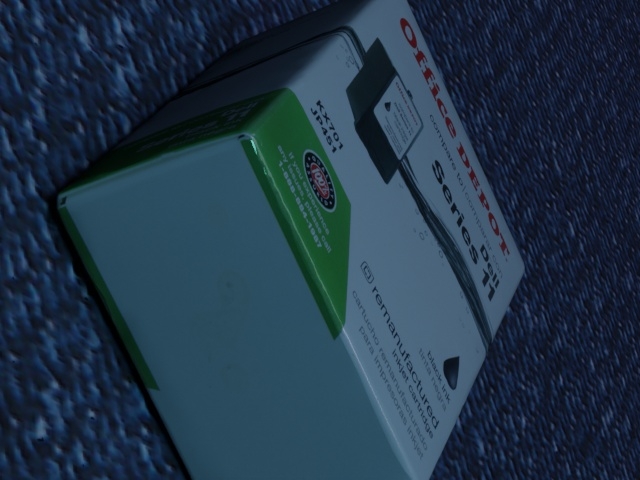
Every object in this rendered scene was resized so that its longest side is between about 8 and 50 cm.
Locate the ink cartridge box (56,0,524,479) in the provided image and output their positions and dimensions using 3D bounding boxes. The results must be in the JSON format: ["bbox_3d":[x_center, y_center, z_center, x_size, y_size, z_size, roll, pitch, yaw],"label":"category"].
[{"bbox_3d":[0.000,0.000,0.709,0.153,0.087,0.208,64,25,-15],"label":"ink cartridge box"}]
